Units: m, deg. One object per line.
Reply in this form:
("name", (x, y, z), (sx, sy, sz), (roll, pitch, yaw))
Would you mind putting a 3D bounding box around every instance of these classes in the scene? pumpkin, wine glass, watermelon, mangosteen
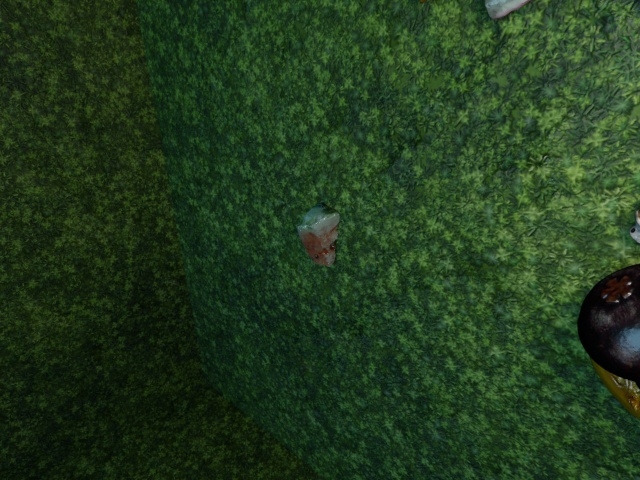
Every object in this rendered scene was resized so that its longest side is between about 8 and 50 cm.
("pumpkin", (0.784, 0.347, 1.158), (0.253, 0.131, 0.149), (58, -174, 22))
("wine glass", (0.451, -0.551, 1.058), (0.155, 0.073, 0.073), (1, 110, 47))
("watermelon", (0.000, 0.000, 1.805), (0.095, 0.154, 0.241), (25, 139, 38))
("mangosteen", (0.723, 0.197, 1.025), (0.302, 0.275, 0.275), (43, 141, -9))

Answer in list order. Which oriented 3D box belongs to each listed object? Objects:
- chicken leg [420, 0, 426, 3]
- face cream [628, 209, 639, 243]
("chicken leg", (0.247, -0.662, 1.229), (0.178, 0.070, 0.093), (34, 114, 42))
("face cream", (0.758, -0.112, 0.926), (0.105, 0.105, 0.348), (50, 138, 18))
